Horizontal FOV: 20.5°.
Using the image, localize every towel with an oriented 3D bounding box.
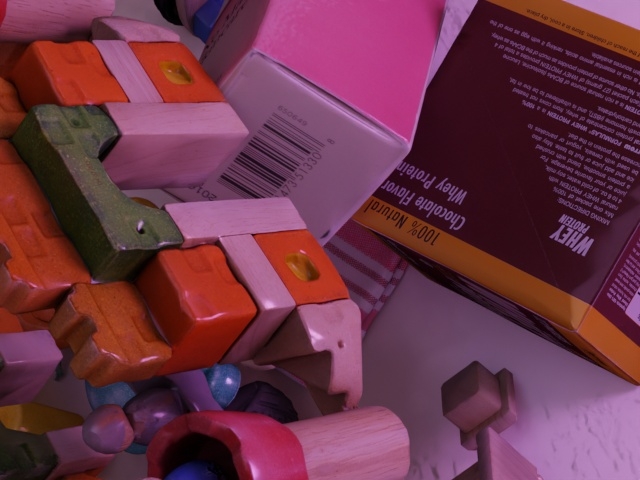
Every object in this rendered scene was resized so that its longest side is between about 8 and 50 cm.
[{"bbox_3d":[0.000,0.000,1.321,0.144,0.029,0.197,31,88,34],"label":"towel"}]

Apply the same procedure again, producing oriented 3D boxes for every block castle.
[{"bbox_3d":[-0.183,0.055,1.088,0.303,0.212,0.453,-49,63,32],"label":"block castle"}]

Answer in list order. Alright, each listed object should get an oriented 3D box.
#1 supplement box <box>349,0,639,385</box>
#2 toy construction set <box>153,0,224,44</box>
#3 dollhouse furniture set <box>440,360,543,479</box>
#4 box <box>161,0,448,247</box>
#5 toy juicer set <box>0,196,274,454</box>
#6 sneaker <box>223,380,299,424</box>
[{"bbox_3d":[0.164,-0.040,1.183,0.191,0.129,0.194,28,86,35],"label":"supplement box"},{"bbox_3d":[-0.088,-0.334,1.378,0.257,0.237,0.309,-26,59,18],"label":"toy construction set"},{"bbox_3d":[0.060,0.311,1.158,0.303,0.174,0.356,-38,27,26],"label":"dollhouse furniture set"},{"bbox_3d":[-0.007,-0.122,1.230,0.148,0.126,0.232,-48,17,39],"label":"box"},{"bbox_3d":[-0.115,0.057,1.305,0.329,0.089,0.209,-25,46,40],"label":"toy juicer set"},{"bbox_3d":[-0.117,0.221,1.257,0.130,0.109,0.286,24,81,42],"label":"sneaker"}]
